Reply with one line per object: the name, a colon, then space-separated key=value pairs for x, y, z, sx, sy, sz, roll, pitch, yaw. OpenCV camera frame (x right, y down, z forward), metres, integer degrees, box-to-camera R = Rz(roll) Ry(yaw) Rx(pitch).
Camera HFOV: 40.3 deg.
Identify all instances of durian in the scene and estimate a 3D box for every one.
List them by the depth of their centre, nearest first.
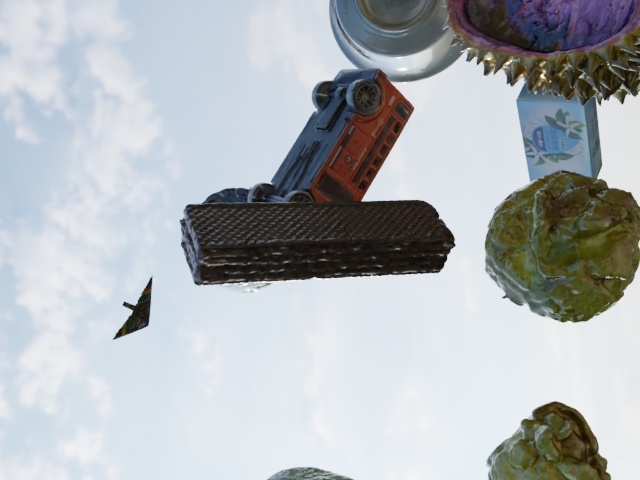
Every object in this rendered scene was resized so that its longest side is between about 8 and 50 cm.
durian: x=0.271 y=-0.222 z=0.987 sx=0.186 sy=0.260 sz=0.154 roll=30 pitch=-90 yaw=-42

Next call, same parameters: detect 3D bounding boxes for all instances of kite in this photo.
kite: x=-0.290 y=0.113 z=1.383 sx=0.122 sy=0.004 sz=0.090 roll=-65 pitch=-26 yaw=-20

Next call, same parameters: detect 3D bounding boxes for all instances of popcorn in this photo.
popcorn: x=0.408 y=0.411 z=1.540 sx=0.212 sy=0.259 sz=0.259 roll=46 pitch=-154 yaw=12
popcorn: x=0.427 y=0.008 z=1.556 sx=0.282 sy=0.282 sz=0.247 roll=-31 pitch=-47 yaw=-61

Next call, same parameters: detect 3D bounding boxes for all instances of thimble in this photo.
thimble: x=-0.179 y=0.005 z=1.954 sx=0.150 sy=0.237 sz=0.238 roll=35 pitch=-130 yaw=-58

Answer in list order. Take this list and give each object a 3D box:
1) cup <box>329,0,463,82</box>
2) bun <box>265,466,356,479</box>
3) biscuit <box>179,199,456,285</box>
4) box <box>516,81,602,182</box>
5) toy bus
cup: x=0.169 y=-0.521 z=1.878 sx=0.163 sy=0.347 sz=0.347 roll=-14 pitch=-87 yaw=-76
bun: x=0.002 y=0.335 z=0.938 sx=0.118 sy=0.195 sz=0.196 roll=-9 pitch=-92 yaw=-59
biscuit: x=0.000 y=0.000 z=1.238 sx=0.107 sy=0.388 sz=0.073 roll=-117 pitch=31 yaw=-49
box: x=0.504 y=-0.224 z=1.833 sx=0.083 sy=0.142 sz=0.232 roll=-57 pitch=-38 yaw=-37
toy bus: x=0.018 y=-0.133 z=1.502 sx=0.153 sy=0.143 sz=0.329 roll=37 pitch=-102 yaw=-32
